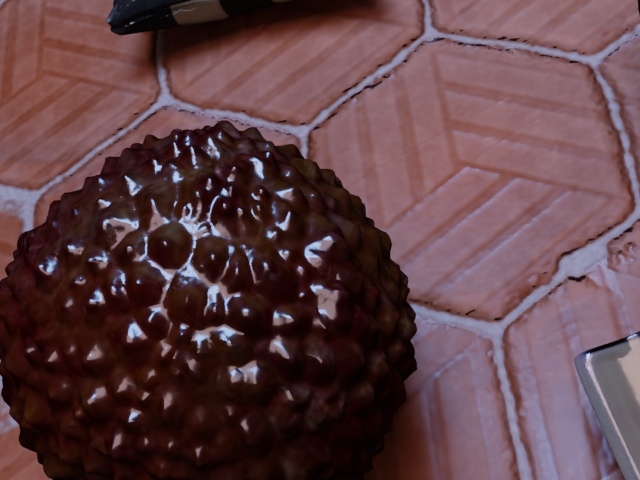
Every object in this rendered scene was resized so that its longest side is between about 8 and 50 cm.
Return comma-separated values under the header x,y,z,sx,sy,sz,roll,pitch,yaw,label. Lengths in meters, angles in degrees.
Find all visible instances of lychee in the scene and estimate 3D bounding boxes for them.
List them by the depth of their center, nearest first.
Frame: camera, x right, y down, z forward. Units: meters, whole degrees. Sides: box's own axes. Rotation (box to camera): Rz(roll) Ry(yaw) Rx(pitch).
x,y,z,sx,sy,sz,roll,pitch,yaw,label
-0.076,0.054,0.683,0.264,0.264,0.300,-35,46,-6,lychee

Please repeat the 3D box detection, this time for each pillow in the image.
x,y,z,sx,sy,sz,roll,pitch,yaw,label
-0.071,-0.277,0.986,0.249,0.106,0.186,-11,49,8,pillow

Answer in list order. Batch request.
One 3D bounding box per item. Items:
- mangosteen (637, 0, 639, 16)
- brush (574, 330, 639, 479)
x,y,z,sx,sy,sz,roll,pitch,yaw,label
0.324,-0.163,0.702,0.228,0.228,0.265,-2,27,17,mangosteen
0.237,0.205,0.625,0.060,0.050,0.321,-20,63,1,brush
